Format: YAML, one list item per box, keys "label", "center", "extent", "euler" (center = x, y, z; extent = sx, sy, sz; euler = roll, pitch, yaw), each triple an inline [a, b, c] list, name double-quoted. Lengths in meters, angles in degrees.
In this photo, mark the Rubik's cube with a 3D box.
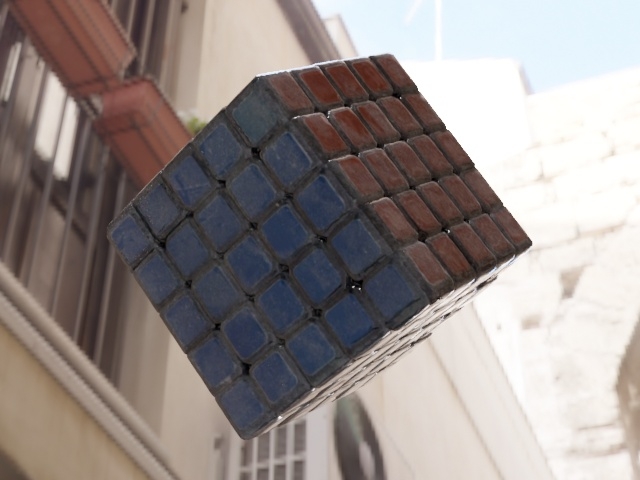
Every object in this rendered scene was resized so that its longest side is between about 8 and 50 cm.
- label: "Rubik's cube"
  center: [0.000, 0.000, 1.144]
  extent: [0.237, 0.237, 0.238]
  euler: [-41, -12, 30]
